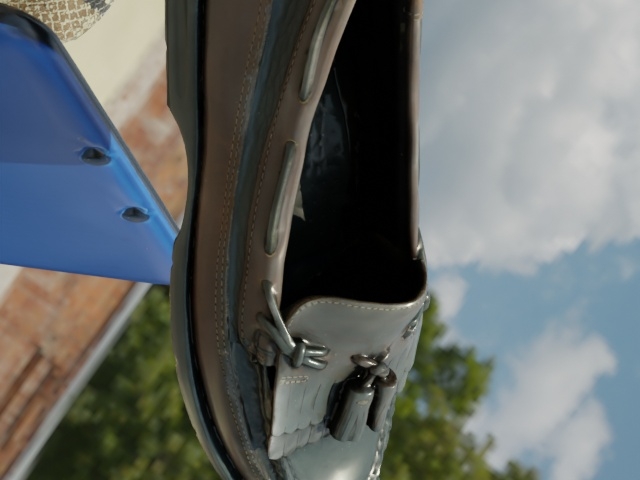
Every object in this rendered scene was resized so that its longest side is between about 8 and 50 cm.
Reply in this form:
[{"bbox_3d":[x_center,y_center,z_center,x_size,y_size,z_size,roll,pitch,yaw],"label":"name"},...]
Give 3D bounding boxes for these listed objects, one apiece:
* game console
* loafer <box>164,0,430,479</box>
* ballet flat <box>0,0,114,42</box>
[{"bbox_3d":[-0.197,-0.102,0.789,0.173,0.250,0.293,-22,157,0],"label":"game console"},{"bbox_3d":[0.000,0.000,0.637,0.084,0.267,0.096,18,-145,39],"label":"loafer"},{"bbox_3d":[-0.151,-0.375,1.211,0.182,0.164,0.483,142,-36,-60],"label":"ballet flat"}]
